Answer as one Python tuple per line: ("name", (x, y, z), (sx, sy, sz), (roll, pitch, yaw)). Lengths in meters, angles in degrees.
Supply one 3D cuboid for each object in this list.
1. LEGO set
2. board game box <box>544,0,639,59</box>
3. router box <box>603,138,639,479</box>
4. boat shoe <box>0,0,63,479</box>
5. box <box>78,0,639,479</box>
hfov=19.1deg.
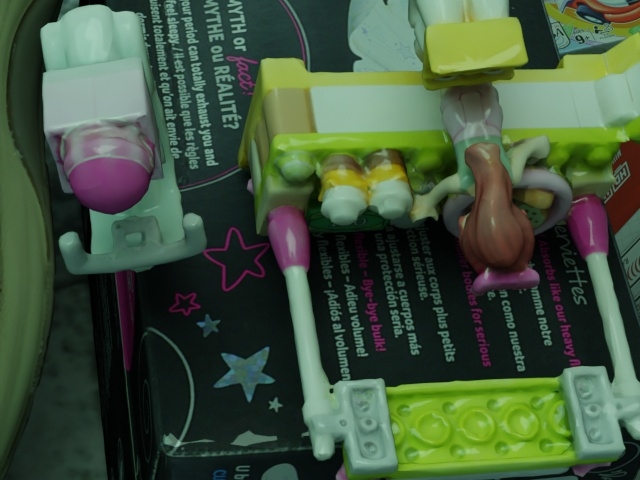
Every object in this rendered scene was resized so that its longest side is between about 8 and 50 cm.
("LEGO set", (0.082, -0.016, 0.456), (0.287, 0.132, 0.107), (-13, 61, 7))
("board game box", (0.142, -0.121, 0.796), (0.154, 0.026, 0.103), (-14, 56, -13))
("router box", (0.201, 0.011, 0.506), (0.082, 0.335, 0.301), (12, 47, -24))
("boat shoe", (-0.150, -0.044, 0.565), (0.120, 0.324, 0.123), (1, 12, -44))
("box", (0.000, 0.000, 0.616), (0.142, 0.163, 0.247), (-2, 54, -11))
